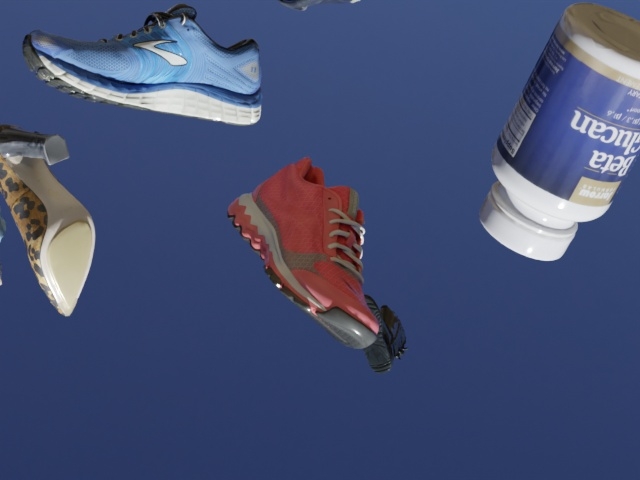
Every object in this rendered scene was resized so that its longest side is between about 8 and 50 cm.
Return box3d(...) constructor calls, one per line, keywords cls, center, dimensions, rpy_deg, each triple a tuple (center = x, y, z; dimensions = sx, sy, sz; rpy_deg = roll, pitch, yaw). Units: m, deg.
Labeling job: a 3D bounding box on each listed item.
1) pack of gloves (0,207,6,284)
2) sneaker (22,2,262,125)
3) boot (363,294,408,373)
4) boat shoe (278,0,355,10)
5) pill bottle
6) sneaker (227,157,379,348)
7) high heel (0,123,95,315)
box3d(cls="pack of gloves", center=(-0.406, -0.078, 1.888), dimensions=(0.046, 0.195, 0.232), rpy_deg=(-26, -157, 0))
box3d(cls="sneaker", center=(-0.229, -0.243, 2.099), dimensions=(0.330, 0.147, 0.130), rpy_deg=(7, -177, -26))
box3d(cls="boot", center=(0.081, 0.116, 2.186), dimensions=(0.045, 0.121, 0.099), rpy_deg=(-15, -165, 21))
box3d(cls="boat shoe", center=(-0.005, -0.394, 2.034), dimensions=(0.156, 0.187, 0.500), rpy_deg=(-13, 178, -3))
box3d(cls="pill bottle", center=(0.178, -0.073, 1.126), dimensions=(0.094, 0.169, 0.094), rpy_deg=(19, -152, -11))
box3d(cls="sneaker", center=(-0.001, -0.001, 1.854), dimensions=(0.116, 0.136, 0.314), rpy_deg=(42, -174, -40))
box3d(cls="high heel", center=(-0.402, -0.032, 2.229), dimensions=(0.093, 0.261, 0.186), rpy_deg=(-16, -163, -39))
